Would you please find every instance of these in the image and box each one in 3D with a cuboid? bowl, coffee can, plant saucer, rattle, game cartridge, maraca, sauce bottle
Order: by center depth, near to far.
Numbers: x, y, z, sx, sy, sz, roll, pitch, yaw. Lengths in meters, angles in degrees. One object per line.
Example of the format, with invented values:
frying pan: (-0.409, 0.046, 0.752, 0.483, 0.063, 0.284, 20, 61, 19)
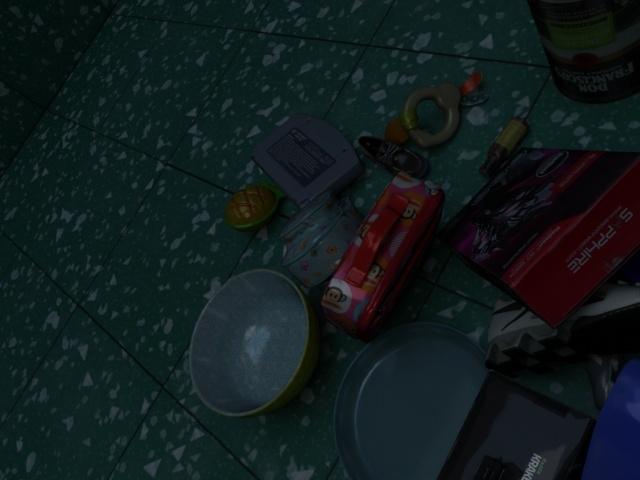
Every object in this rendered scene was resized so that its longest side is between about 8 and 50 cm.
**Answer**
plant saucer: (0.166, 0.296, 0.949, 0.318, 0.044, 0.317, -19, 54, 29)
coffee can: (0.476, -0.400, 0.959, 0.202, 0.275, 0.201, -17, 57, 28)
sauce bottle: (0.354, -0.180, 1.083, 0.042, 0.042, 0.128, 37, 91, 41)
bowl: (-0.104, 0.215, 1.113, 0.290, 0.156, 0.289, -16, 58, 28)
rattle: (0.252, -0.277, 1.213, 0.130, 0.142, 0.200, 44, 78, 9)
game cartridge: (-0.030, -0.194, 1.325, 0.196, 0.060, 0.294, -42, 47, -1)
maraca: (-0.155, -0.090, 1.356, 0.127, 0.099, 0.185, 24, 56, 32)

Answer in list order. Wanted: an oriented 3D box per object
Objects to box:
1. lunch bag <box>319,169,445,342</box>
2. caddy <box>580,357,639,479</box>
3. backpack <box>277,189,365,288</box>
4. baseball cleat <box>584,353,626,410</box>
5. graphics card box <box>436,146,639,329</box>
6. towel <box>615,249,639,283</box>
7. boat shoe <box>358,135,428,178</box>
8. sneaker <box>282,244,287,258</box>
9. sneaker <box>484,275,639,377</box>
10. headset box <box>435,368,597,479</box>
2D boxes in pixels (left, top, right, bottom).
lunch bag: (0.110, 0.025, 0.982, 0.120, 0.258, 0.293, 28, 76, 16)
caddy: (0.428, 0.256, 0.620, 0.241, 0.341, 0.179, -23, 34, -34)
backpack: (0.000, 0.000, 1.114, 0.166, 0.144, 0.188, -35, 19, 29)
baseball cleat: (0.411, 0.161, 0.852, 0.110, 0.072, 0.205, -6, 53, 40)
graphics card box: (0.330, -0.029, 0.851, 0.233, 0.094, 0.371, -47, 8, 6)
towel: (0.564, -0.043, 0.821, 0.308, 0.076, 0.227, -30, 53, 11)
boat shoe: (0.148, -0.181, 1.206, 0.183, 0.066, 0.066, 28, 91, 43)
sneaker: (-0.035, 0.000, 1.249, 0.061, 0.054, 0.152, 14, 75, 36)
sneaker: (0.379, 0.086, 0.784, 0.331, 0.122, 0.146, -24, 40, 40)
headset box: (0.259, 0.328, 0.718, 0.131, 0.283, 0.246, 22, 81, 40)
